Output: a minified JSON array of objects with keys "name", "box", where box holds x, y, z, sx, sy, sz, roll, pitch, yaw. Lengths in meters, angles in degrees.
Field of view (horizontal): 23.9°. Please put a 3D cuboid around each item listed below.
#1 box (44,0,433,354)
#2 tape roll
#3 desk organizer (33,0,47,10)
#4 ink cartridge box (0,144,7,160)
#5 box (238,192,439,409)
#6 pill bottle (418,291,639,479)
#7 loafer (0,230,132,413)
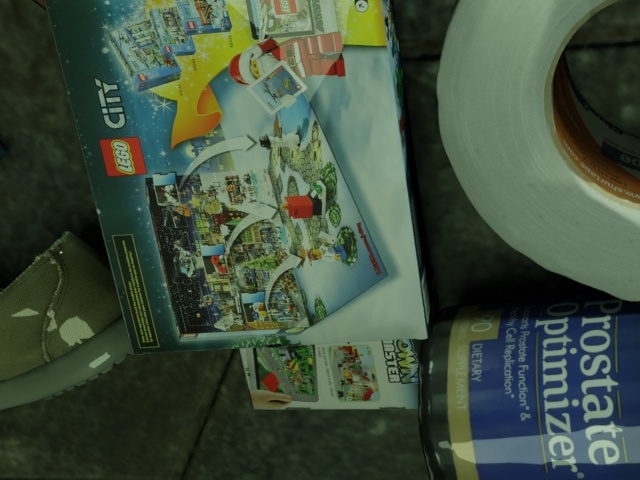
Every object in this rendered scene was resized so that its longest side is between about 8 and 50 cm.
[{"name":"box","box":[-0.037,-0.055,0.748,0.159,0.044,0.233,-3,119,11]},{"name":"tape roll","box":[0.167,-0.079,0.713,0.219,0.072,0.219,7,121,11]},{"name":"desk organizer","box":[-0.153,-0.139,0.780,0.130,0.047,0.050,37,125,-8]},{"name":"ink cartridge box","box":[-0.225,-0.063,0.855,0.048,0.028,0.083,-33,107,29]},{"name":"box","box":[0.000,0.000,0.827,0.114,0.036,0.207,-2,120,16]},{"name":"pill bottle","box":[0.170,0.084,0.780,0.219,0.123,0.122,-7,118,19]},{"name":"loafer","box":[-0.210,0.063,0.901,0.251,0.094,0.087,-25,99,22]}]
